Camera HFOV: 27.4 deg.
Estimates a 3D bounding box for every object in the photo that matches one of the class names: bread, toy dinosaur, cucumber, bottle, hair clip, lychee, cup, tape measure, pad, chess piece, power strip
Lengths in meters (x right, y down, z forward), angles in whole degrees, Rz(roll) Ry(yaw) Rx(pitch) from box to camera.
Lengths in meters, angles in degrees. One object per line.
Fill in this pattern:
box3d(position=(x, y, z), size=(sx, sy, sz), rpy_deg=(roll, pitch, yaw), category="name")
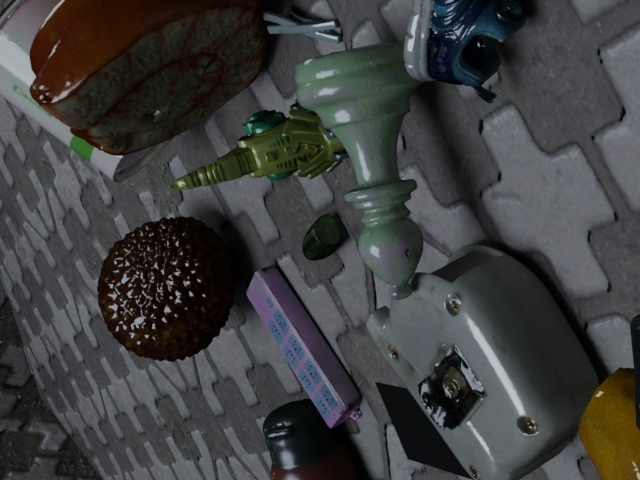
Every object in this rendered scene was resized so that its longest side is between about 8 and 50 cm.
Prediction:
box3d(position=(-0.203, -0.232, 1.642), size=(0.114, 0.295, 0.328), rpy_deg=(57, -179, 15), category="bread")
box3d(position=(-0.056, -0.110, 1.575), size=(0.153, 0.259, 0.094), rpy_deg=(-100, -7, -74), category="toy dinosaur")
box3d(position=(0.000, 0.000, 1.791), size=(0.048, 0.048, 0.105), rpy_deg=(60, 158, 8), category="cucumber")
box3d(position=(0.007, 0.417, 2.099), size=(0.144, 0.144, 0.336), rpy_deg=(6, 119, 63), category="bottle")
box3d(position=(-0.016, -0.261, 1.575), size=(0.115, 0.039, 0.030), rpy_deg=(21, 143, 42), category="hair clip")
box3d(position=(-0.248, 0.074, 2.160), size=(0.271, 0.236, 0.236), rpy_deg=(-46, 71, 39), category="lychee")
box3d(position=(-0.338, -0.246, 1.974), size=(0.274, 0.253, 0.253), rpy_deg=(42, 154, 4), category="cup")
box3d(position=(0.176, 0.134, 1.468), size=(0.258, 0.130, 0.265), rpy_deg=(56, 156, 20), category="tape measure")
box3d(position=(0.144, 0.263, 1.822), size=(0.190, 0.004, 0.127), rpy_deg=(1, 116, 65), category="pad")
box3d(position=(0.062, -0.070, 1.411), size=(0.139, 0.139, 0.272), rpy_deg=(-3, 100, 65), category="chess piece")
box3d(position=(-0.028, 0.163, 2.028), size=(0.279, 0.037, 0.109), rpy_deg=(57, 156, 14), category="power strip")

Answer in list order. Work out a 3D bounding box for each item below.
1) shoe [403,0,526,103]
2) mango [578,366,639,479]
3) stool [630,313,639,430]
box3d(position=(0.144, -0.225, 1.224), size=(0.106, 0.091, 0.207), rpy_deg=(26, 138, 21), category="shoe")
box3d(position=(0.361, 0.284, 1.225), size=(0.359, 0.144, 0.187), rpy_deg=(65, 154, 3), category="mango")
box3d(position=(0.363, 0.123, 1.049), size=(0.232, 0.141, 0.232), rpy_deg=(47, 152, 34), category="stool")
